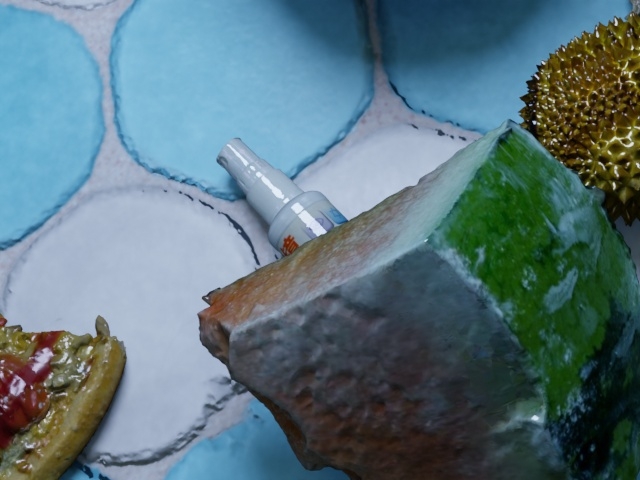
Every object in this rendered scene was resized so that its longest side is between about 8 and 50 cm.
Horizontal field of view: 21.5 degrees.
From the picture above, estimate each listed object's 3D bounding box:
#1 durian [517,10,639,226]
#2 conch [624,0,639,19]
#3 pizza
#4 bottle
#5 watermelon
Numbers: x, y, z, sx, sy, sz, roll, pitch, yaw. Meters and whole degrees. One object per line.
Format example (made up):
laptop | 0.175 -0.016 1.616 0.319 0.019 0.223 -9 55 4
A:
durian | 0.228 -0.087 1.249 0.168 0.137 0.158 -18 52 -3
conch | 0.328 -0.228 1.298 0.207 0.130 0.155 -27 36 26
pizza | -0.266 0.109 1.327 0.199 0.062 0.188 32 81 18
bottle | 0.000 0.000 1.305 0.060 0.060 0.217 -43 72 -2
watermelon | 0.092 0.098 1.175 0.302 0.151 0.264 -27 110 12
